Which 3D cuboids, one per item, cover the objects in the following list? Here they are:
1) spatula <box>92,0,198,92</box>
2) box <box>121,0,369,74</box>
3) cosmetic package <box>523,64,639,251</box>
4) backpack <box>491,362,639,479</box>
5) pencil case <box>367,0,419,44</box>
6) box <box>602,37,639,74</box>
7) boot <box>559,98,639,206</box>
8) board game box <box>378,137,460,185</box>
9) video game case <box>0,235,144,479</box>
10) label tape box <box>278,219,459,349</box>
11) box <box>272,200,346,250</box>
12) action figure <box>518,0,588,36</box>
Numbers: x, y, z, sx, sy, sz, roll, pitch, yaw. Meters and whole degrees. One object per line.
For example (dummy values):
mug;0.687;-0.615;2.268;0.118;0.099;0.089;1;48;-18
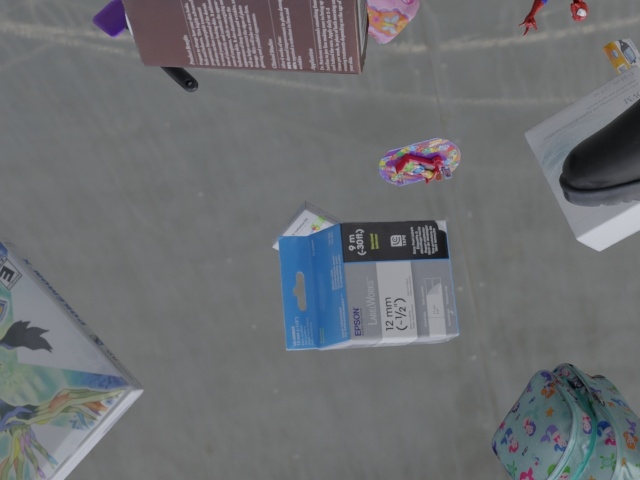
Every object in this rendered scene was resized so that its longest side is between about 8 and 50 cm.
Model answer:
spatula;-0.339;-0.385;1.923;0.084;0.296;0.030;-45;161;-6
box;-0.116;-0.386;1.581;0.381;0.143;0.191;3;146;7
cosmetic package;0.512;-0.137;1.683;0.224;0.225;0.138;-32;156;24
backpack;0.420;0.346;1.596;0.191;0.253;0.225;17;113;-30
pencil case;0.053;-0.495;1.819;0.284;0.124;0.124;36;145;-22
box;0.645;-0.383;2.046;0.028;0.081;0.136;-34;173;39
boot;0.430;-0.299;1.236;0.366;0.445;0.146;-20;-156;7
board game box;0.203;-0.147;1.977;0.168;0.033;0.133;-15;148;11
video game case;-0.443;0.212;1.314;0.329;0.300;0.036;-47;165;6
label tape box;0.098;0.092;2.023;0.347;0.249;0.115;-1;167;-14
box;0.000;0.000;2.349;0.186;0.038;0.145;29;125;-21
action figure;0.337;-0.424;1.463;0.091;0.139;0.280;5;143;43
